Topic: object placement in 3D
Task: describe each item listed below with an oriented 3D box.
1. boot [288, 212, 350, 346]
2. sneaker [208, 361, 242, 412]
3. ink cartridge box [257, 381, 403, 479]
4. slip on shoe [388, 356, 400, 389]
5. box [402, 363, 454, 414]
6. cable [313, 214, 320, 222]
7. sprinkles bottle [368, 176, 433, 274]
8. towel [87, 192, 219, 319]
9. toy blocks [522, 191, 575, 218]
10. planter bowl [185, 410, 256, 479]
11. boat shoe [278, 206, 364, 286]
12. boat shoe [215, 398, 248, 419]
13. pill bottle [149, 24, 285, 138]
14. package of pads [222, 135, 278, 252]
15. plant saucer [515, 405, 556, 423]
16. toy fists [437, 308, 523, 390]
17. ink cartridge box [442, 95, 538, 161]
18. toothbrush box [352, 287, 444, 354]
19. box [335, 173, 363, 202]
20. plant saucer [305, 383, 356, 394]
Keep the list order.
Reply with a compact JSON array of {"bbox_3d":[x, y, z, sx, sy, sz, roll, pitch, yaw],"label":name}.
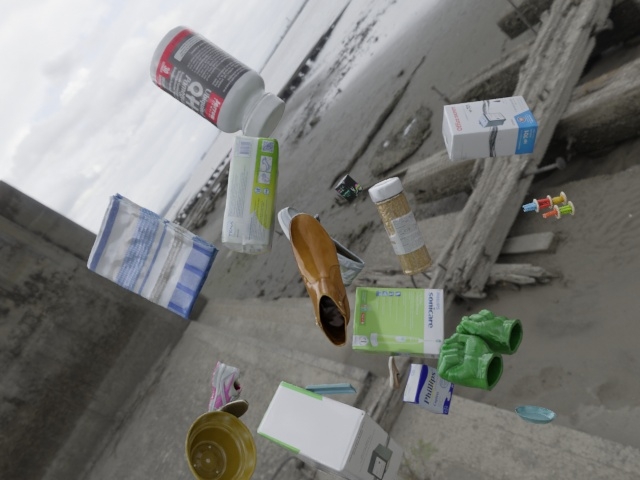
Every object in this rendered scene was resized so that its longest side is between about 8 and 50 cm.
[{"bbox_3d":[0.003,0.085,1.103,0.104,0.295,0.211,-21,12,4],"label":"boot"},{"bbox_3d":[-0.356,0.588,1.780,0.103,0.111,0.252,-93,12,-76],"label":"sneaker"},{"bbox_3d":[0.031,0.416,0.967,0.198,0.273,0.114,8,59,33],"label":"ink cartridge box"},{"bbox_3d":[0.312,0.556,1.974,0.041,0.051,0.135,-9,57,20],"label":"slip on shoe"},{"bbox_3d":[0.354,0.484,1.530,0.072,0.137,0.126,-30,39,63],"label":"box"},{"bbox_3d":[-0.013,-0.025,1.998,0.047,0.150,0.184,-12,30,17],"label":"cable"},{"bbox_3d":[0.299,-0.051,1.737,0.121,0.355,0.121,-24,11,5],"label":"sprinkles bottle"},{"bbox_3d":[-0.402,0.040,1.110,0.209,0.285,0.034,-64,-3,14],"label":"towel"},{"bbox_3d":[0.844,-0.119,1.747,0.148,0.054,0.123,-15,34,12],"label":"toy blocks"},{"bbox_3d":[-0.291,0.593,1.295,0.090,0.217,0.217,-45,20,29],"label":"planter bowl"},{"bbox_3d":[0.000,0.001,1.456,0.103,0.320,0.118,-52,-19,26],"label":"boat shoe"},{"bbox_3d":[-0.275,0.505,1.393,0.152,0.056,0.049,-30,11,15],"label":"boat shoe"},{"bbox_3d":[-0.255,-0.387,1.202,0.176,0.319,0.176,-56,-2,-2],"label":"pill bottle"},{"bbox_3d":[-0.150,-0.083,1.047,0.296,0.101,0.229,142,134,-84],"label":"package of pads"},{"bbox_3d":[0.679,0.554,1.486,0.119,0.119,0.021,-179,89,-70],"label":"plant saucer"},{"bbox_3d":[0.384,0.259,1.157,0.142,0.096,0.279,-3,22,42],"label":"toy fists"},{"bbox_3d":[0.402,-0.270,1.135,0.082,0.191,0.139,79,-171,-45],"label":"ink cartridge box"},{"bbox_3d":[0.258,0.268,1.534,0.122,0.283,0.206,54,-142,-64],"label":"toothbrush box"},{"bbox_3d":[0.110,-0.201,1.817,0.052,0.083,0.062,-38,13,50],"label":"box"},{"bbox_3d":[0.039,0.568,1.795,0.192,0.067,0.018,-12,48,25],"label":"plant saucer"}]
